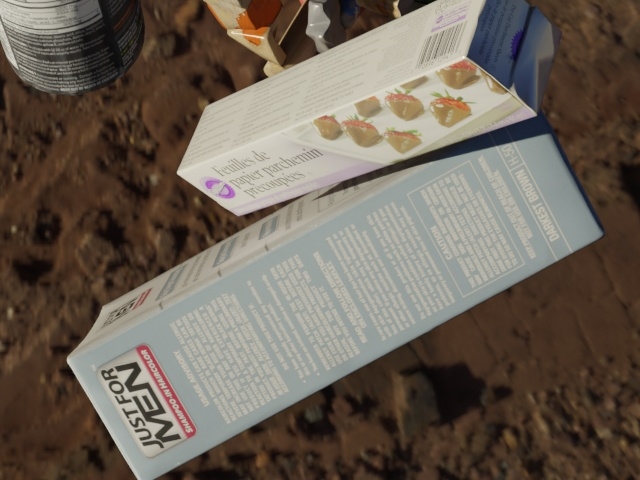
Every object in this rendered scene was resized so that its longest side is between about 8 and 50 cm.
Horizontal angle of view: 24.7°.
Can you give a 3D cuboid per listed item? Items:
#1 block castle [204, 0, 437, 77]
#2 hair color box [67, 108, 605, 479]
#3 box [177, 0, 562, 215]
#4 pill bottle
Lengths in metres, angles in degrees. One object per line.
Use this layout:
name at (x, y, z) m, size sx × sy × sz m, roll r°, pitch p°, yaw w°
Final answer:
block castle at (0.027, -0.324, 1.502) m, size 0.213 × 0.303 × 0.453 m, roll -61°, pitch 149°, yaw -15°
hair color box at (0.009, 0.026, 1.101) m, size 0.374 × 0.185 × 0.113 m, roll -28°, pitch 98°, yaw 4°
box at (0.020, -0.085, 0.956) m, size 0.063 × 0.324 × 0.067 m, roll 35°, pitch 61°, yaw -26°
pill bottle at (-0.226, -0.240, 1.222) m, size 0.130 × 0.130 × 0.246 m, roll -13°, pitch 152°, yaw -5°
